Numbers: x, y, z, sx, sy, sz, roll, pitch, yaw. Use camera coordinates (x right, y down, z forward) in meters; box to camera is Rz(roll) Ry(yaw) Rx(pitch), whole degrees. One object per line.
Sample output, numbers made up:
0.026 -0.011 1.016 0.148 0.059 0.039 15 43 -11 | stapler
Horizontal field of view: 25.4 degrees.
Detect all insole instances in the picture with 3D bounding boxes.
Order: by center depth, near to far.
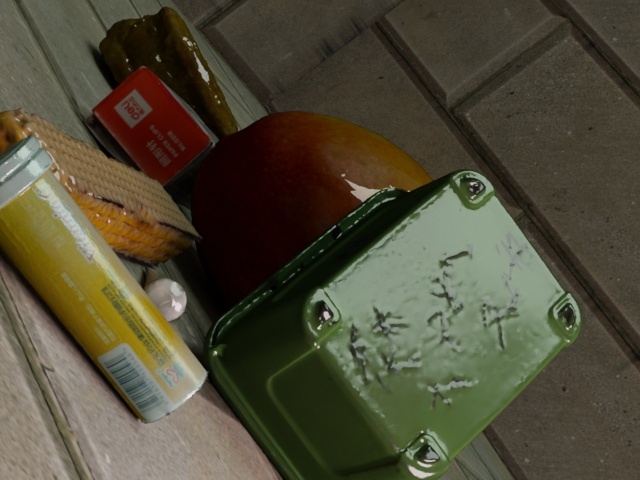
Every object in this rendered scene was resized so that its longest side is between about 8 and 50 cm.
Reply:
-0.175 -0.030 1.728 0.063 0.010 0.192 55 4 8 | insole

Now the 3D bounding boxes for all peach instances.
0.000 0.000 1.632 0.332 0.308 0.308 41 7 -12 | peach

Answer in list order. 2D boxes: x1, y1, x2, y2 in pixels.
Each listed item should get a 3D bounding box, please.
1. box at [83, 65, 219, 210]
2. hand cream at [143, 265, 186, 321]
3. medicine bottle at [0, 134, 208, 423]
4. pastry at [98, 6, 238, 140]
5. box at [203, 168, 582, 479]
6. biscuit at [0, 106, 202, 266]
-0.184 -0.115 1.688 0.133 0.099 0.182 47 2 9 | box
-0.148 0.051 1.329 0.061 0.039 0.143 46 -4 -4 | hand cream
-0.171 0.032 1.023 0.218 0.074 0.074 54 5 -14 | medicine bottle
-0.220 -0.221 2.074 0.240 0.132 0.235 64 0 26 | pastry
0.084 0.096 1.371 0.252 0.329 0.178 54 -33 -5 | box
-0.203 -0.041 1.287 0.094 0.054 0.379 53 5 12 | biscuit
